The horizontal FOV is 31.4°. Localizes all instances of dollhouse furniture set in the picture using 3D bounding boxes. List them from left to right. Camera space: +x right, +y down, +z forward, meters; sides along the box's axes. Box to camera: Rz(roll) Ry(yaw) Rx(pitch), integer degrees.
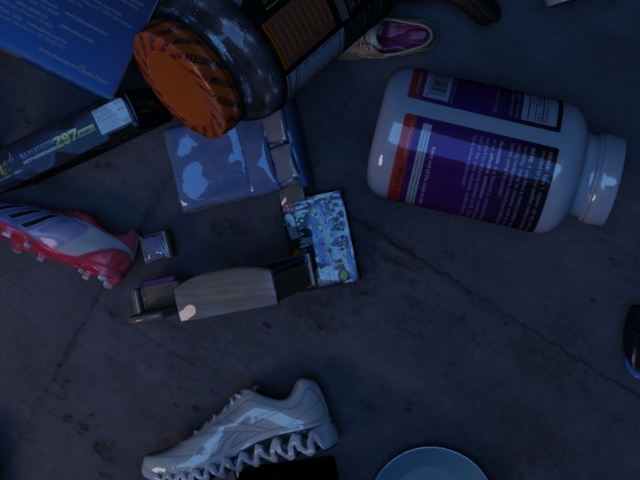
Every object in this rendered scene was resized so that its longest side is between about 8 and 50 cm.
[{"bbox_3d":[-0.168,-0.054,1.556,0.286,0.198,0.304,-11,91,15],"label":"dollhouse furniture set"}]

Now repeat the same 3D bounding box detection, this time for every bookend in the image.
[{"bbox_3d":[-0.056,0.377,1.638,0.156,0.157,0.072,-9,97,7],"label":"bookend"}]

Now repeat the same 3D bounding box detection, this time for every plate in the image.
[{"bbox_3d":[0.165,0.392,1.683,0.188,0.024,0.188,1,98,7],"label":"plate"}]

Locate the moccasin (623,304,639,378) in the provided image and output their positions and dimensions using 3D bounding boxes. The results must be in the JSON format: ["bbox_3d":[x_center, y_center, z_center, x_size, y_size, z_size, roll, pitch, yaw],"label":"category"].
[{"bbox_3d":[0.587,0.124,1.543,0.341,0.138,0.117,-5,93,6],"label":"moccasin"}]

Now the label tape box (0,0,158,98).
[{"bbox_3d":[-0.308,-0.385,1.402,0.249,0.115,0.348,25,87,-35],"label":"label tape box"}]

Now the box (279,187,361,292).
[{"bbox_3d":[0.000,0.000,1.643,0.093,0.027,0.137,-12,97,9],"label":"box"}]

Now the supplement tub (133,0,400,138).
[{"bbox_3d":[-0.062,-0.296,1.453,0.338,0.207,0.207,-43,92,-22],"label":"supplement tub"}]

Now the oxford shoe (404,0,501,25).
[{"bbox_3d":[0.146,-0.358,1.560,0.227,0.083,0.096,37,118,1],"label":"oxford shoe"}]

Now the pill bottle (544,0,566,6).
[{"bbox_3d":[0.315,-0.439,1.491,0.136,0.136,0.246,-15,96,8],"label":"pill bottle"}]

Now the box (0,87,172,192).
[{"bbox_3d":[-0.338,-0.140,1.581,0.232,0.183,0.059,-23,94,10],"label":"box"}]

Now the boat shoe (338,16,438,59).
[{"bbox_3d":[0.078,-0.284,1.578,0.170,0.059,0.063,-5,97,7],"label":"boat shoe"}]

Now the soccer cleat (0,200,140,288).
[{"bbox_3d":[-0.386,-0.014,1.668,0.248,0.083,0.095,23,70,7],"label":"soccer cleat"}]

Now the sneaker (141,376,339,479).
[{"bbox_3d":[-0.124,0.280,1.666,0.292,0.110,0.118,-15,89,0],"label":"sneaker"}]

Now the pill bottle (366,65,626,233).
[{"bbox_3d":[0.232,-0.114,1.524,0.322,0.181,0.182,14,99,4],"label":"pill bottle"}]
